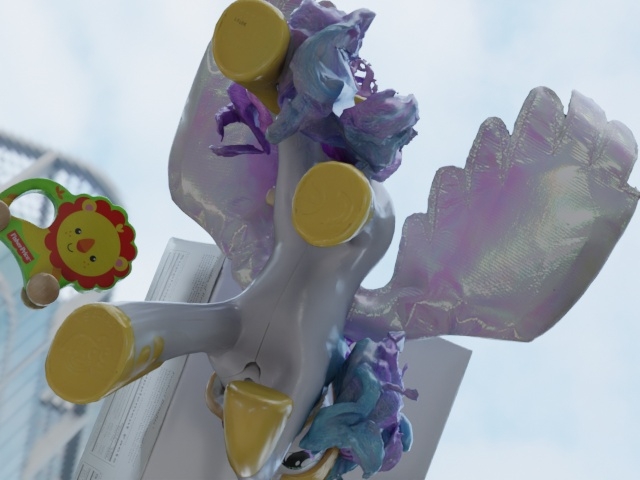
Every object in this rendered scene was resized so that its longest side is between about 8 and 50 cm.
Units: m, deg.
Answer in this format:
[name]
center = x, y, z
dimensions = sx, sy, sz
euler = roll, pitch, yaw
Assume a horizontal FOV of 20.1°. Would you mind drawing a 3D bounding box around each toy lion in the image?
[toy lion]
center = -0.183, -0.003, 1.287
dimensions = 0.100, 0.096, 0.034
euler = 56, -22, -1

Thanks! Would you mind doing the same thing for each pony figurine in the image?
[pony figurine]
center = 0.000, 0.000, 1.065
dimensions = 0.303, 0.363, 0.351
euler = 23, -100, 15

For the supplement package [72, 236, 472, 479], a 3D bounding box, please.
[supplement package]
center = -0.047, 0.157, 1.291
dimensions = 0.204, 0.145, 0.261
euler = 24, -96, -21
